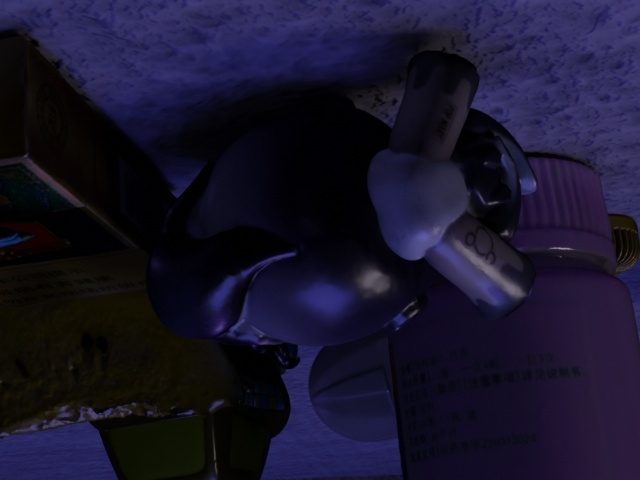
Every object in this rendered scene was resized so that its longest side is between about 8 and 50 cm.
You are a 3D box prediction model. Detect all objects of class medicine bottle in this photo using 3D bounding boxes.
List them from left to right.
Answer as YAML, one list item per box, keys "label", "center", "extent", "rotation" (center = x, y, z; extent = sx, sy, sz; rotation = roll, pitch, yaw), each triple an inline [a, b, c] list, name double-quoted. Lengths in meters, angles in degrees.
- label: "medicine bottle"
  center: [0.139, 0.103, 0.725]
  extent: [0.178, 0.290, 0.178]
  rotation: [-6, 162, -2]

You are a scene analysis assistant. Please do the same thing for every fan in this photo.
- label: "fan"
  center: [0.235, 0.020, 0.915]
  extent: [0.082, 0.039, 0.155]
  rotation: [-7, 163, 1]

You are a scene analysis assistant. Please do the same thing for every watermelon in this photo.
- label: "watermelon"
  center: [-0.206, 0.097, 0.825]
  extent: [0.301, 0.129, 0.123]
  rotation: [-9, 133, 8]

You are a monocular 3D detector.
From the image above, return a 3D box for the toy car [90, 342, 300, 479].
- label: "toy car"
  center: [-0.126, 0.169, 0.997]
  extent: [0.204, 0.198, 0.248]
  rotation: [-11, 162, 14]

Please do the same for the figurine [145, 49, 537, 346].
- label: "figurine"
  center: [0.000, 0.000, 0.570]
  extent: [0.145, 0.145, 0.222]
  rotation: [11, 158, -44]

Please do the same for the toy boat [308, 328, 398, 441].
- label: "toy boat"
  center: [0.107, 0.138, 1.106]
  extent: [0.141, 0.140, 0.269]
  rotation: [7, 160, -36]

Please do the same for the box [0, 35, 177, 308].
- label: "box"
  center: [-0.188, -0.022, 0.587]
  extent: [0.159, 0.071, 0.240]
  rotation: [-6, 162, 10]
